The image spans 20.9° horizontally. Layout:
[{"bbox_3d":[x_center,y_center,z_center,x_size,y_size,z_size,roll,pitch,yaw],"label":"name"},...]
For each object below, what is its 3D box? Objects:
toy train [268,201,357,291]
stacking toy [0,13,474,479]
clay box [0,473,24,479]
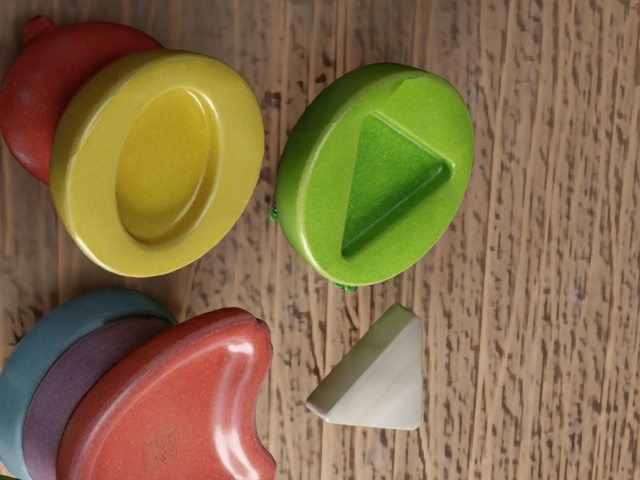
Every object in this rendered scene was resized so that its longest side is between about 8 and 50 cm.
[{"bbox_3d":[0.000,0.000,1.063,0.024,0.017,0.083,-51,121,-12],"label":"toy train"},{"bbox_3d":[-0.064,0.010,1.006,0.279,0.130,0.309,-13,122,-37],"label":"stacking toy"},{"bbox_3d":[-0.207,0.186,0.940,0.222,0.053,0.127,11,109,17],"label":"clay box"}]
